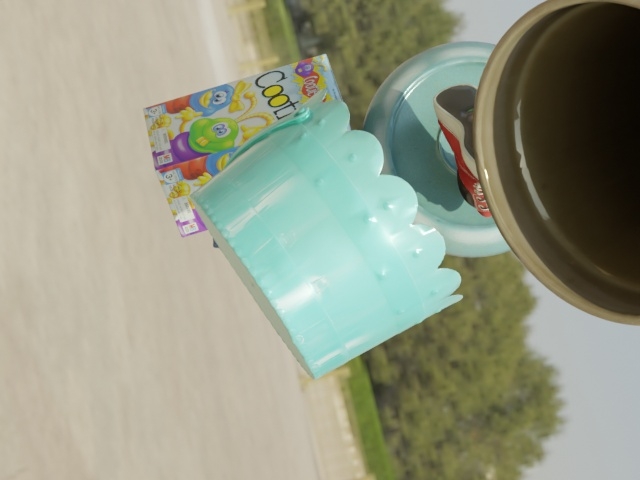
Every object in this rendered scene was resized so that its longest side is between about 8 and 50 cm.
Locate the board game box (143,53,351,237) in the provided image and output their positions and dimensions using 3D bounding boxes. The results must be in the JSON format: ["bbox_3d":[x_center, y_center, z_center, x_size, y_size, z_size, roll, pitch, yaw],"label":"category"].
[{"bbox_3d":[-0.095,-0.135,1.999,0.144,0.275,0.142,73,0,-46],"label":"board game box"}]

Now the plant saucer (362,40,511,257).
[{"bbox_3d":[0.217,-0.135,1.998,0.044,0.318,0.317,94,-18,-83],"label":"plant saucer"}]

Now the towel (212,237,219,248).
[{"bbox_3d":[-0.074,-0.018,1.737,0.029,0.119,0.067,-105,-161,-67],"label":"towel"}]

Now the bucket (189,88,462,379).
[{"bbox_3d":[0.000,0.000,1.489,0.281,0.183,0.281,55,-6,9],"label":"bucket"}]

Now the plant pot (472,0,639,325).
[{"bbox_3d":[0.359,-0.115,1.368,0.323,0.280,0.323,25,-54,38],"label":"plant pot"}]

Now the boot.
[{"bbox_3d":[0.230,-0.081,1.828,0.244,0.088,0.176,-118,-173,-57],"label":"boot"}]
